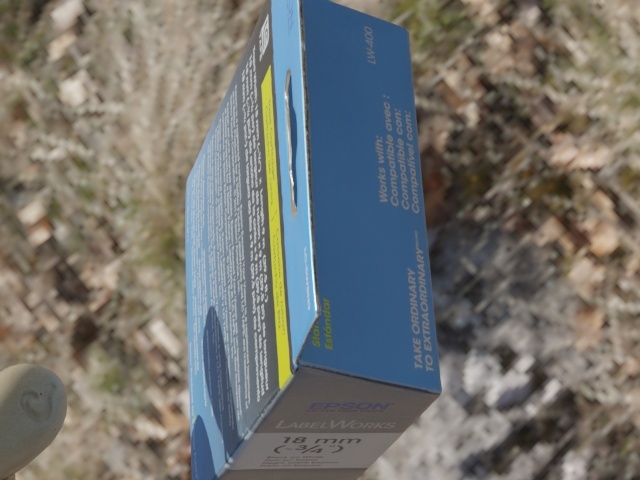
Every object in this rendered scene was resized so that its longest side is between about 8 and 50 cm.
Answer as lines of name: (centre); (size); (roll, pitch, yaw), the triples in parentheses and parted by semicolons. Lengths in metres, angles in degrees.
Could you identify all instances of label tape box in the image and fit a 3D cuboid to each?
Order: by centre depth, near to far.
label tape box: (0.000, 0.000, 1.106); (0.334, 0.106, 0.241); (123, 147, -62)

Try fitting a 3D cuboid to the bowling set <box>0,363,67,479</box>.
bowling set: (-0.256, 0.152, 1.161); (0.200, 0.154, 0.287); (-28, 103, 34)
